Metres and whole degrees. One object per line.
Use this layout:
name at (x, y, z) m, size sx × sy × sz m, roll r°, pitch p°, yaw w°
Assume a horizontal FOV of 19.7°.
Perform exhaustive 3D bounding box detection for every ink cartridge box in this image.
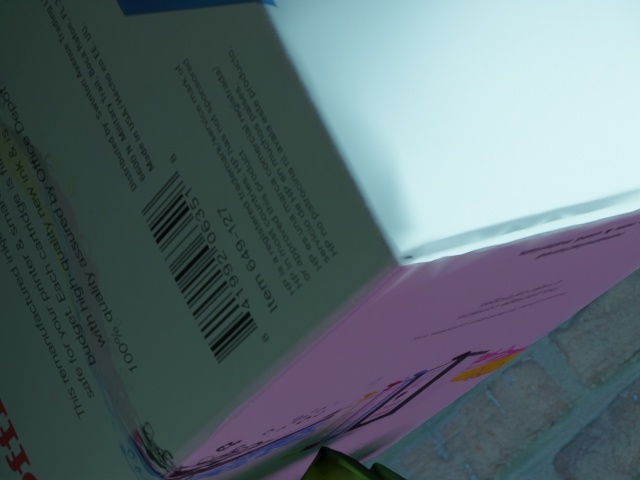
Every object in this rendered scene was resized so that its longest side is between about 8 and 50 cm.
ink cartridge box at (-0.014, -0.024, 0.612) m, size 0.168 × 0.171 × 0.232 m, roll -14°, pitch 160°, yaw -40°

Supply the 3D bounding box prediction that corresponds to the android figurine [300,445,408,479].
android figurine at (-0.051, 0.194, 0.639) m, size 0.273 × 0.056 × 0.248 m, roll -55°, pitch 163°, yaw 1°
